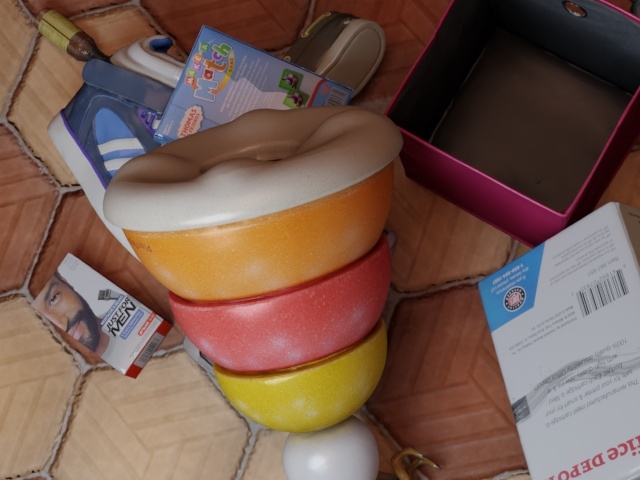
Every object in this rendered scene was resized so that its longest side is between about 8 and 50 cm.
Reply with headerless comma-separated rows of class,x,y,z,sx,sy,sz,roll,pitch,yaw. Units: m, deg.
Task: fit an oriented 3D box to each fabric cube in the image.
fabric cube,0.260,-0.161,1.799,0.254,0.258,0.259,29,84,16

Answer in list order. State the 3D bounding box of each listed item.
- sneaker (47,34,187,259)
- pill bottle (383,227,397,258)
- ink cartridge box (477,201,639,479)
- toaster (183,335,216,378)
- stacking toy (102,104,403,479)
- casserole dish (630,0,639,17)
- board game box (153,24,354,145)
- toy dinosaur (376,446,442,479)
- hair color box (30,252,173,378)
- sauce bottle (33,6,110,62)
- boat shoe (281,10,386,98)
sneaker,-0.194,-0.123,1.881,0.236,0.130,0.323,-42,68,8
pill bottle,0.000,0.000,1.877,0.184,0.103,0.103,25,82,9
ink cartridge box,0.336,0.146,1.675,0.223,0.129,0.308,-34,56,36
toaster,-0.070,0.125,1.864,0.185,0.110,0.168,39,85,16
stacking toy,-0.035,0.101,1.693,0.350,0.350,0.480,-11,107,7
casserole dish,0.496,-0.297,1.894,0.188,0.037,0.114,-13,75,14
board game box,-0.085,-0.160,1.834,0.211,0.039,0.160,23,81,-3
toy dinosaur,0.091,0.313,1.817,0.211,0.064,0.112,33,85,15
hair color box,-0.295,0.101,1.938,0.167,0.053,0.093,33,85,16
sauce bottle,-0.351,-0.282,2.043,0.128,0.042,0.042,40,86,15
boat shoe,-0.038,-0.184,1.929,0.091,0.109,0.305,32,77,40
